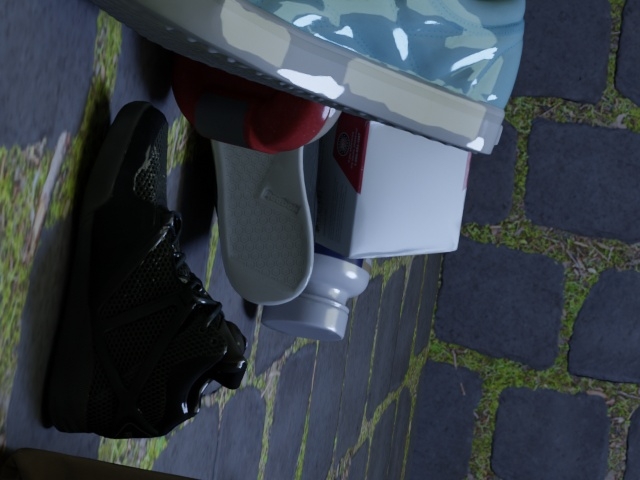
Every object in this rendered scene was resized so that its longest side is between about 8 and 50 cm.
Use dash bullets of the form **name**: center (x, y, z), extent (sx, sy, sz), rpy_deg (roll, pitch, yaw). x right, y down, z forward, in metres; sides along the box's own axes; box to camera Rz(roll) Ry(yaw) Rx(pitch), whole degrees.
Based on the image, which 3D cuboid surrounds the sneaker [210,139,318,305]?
- **sneaker**: center (-0.049, -0.101, 1.544), extent (0.147, 0.105, 0.295), rpy_deg (-129, -141, -83)

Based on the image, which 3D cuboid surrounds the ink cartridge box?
- **ink cartridge box**: center (0.031, -0.070, 1.665), extent (0.127, 0.176, 0.128), rpy_deg (-5, 110, -36)

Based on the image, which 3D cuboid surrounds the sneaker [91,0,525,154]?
- **sneaker**: center (-0.003, -0.171, 1.213), extent (0.366, 0.135, 0.150), rpy_deg (16, 92, -45)

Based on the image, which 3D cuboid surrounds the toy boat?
- **toy boat**: center (-0.064, -0.179, 1.320), extent (0.151, 0.151, 0.231), rpy_deg (-4, 105, -50)

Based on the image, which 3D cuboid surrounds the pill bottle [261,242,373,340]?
- **pill bottle**: center (0.000, 0.000, 1.828), extent (0.112, 0.112, 0.186), rpy_deg (62, 38, -74)

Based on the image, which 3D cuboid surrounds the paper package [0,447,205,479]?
- **paper package**: center (-0.044, 0.256, 1.241), extent (0.325, 0.310, 0.168), rpy_deg (60, 41, -76)

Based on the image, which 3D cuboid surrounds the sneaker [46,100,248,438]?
- **sneaker**: center (-0.101, 0.024, 1.236), extent (0.087, 0.130, 0.227), rpy_deg (42, 55, -80)
